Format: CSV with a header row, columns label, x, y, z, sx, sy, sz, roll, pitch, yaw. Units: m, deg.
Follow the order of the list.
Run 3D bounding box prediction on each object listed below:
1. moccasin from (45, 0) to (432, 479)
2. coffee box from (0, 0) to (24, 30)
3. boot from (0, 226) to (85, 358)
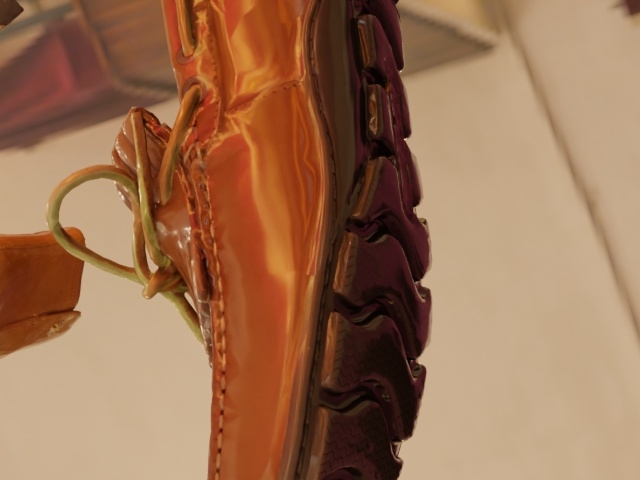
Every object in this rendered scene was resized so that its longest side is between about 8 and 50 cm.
label,x,y,z,sx,sy,sz,roll,pitch,yaw
moccasin,-0.036,-0.029,0.873,0.139,0.147,0.380,41,-139,-63
coffee box,-0.399,-0.212,1.899,0.113,0.184,0.040,52,174,-21
boot,-0.336,0.107,1.758,0.211,0.295,0.104,-8,-128,-42
